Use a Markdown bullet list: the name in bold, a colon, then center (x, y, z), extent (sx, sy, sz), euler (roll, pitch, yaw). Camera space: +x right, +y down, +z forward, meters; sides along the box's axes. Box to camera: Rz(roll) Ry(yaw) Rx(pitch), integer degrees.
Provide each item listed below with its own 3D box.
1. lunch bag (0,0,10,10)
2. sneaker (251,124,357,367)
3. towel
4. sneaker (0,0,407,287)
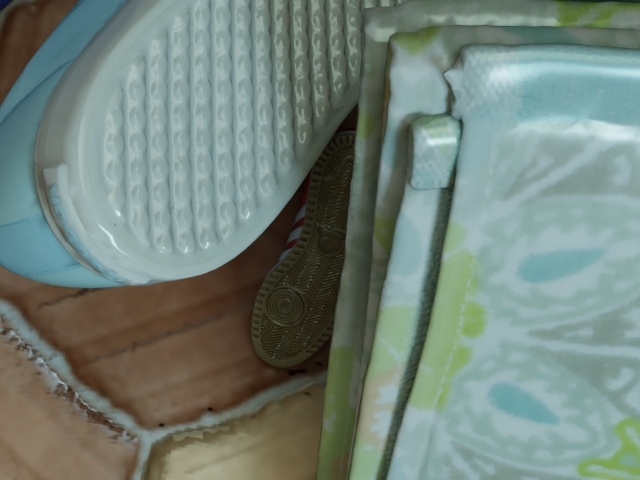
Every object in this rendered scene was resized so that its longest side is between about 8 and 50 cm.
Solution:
- **lunch bag**: center (-0.179, -0.180, 0.676), extent (0.138, 0.221, 0.293), euler (29, 74, 1)
- **sneaker**: center (0.000, 0.000, 0.752), extent (0.042, 0.067, 0.118), euler (21, 104, -4)
- **towel**: center (0.186, 0.047, 0.639), extent (0.374, 0.320, 0.090), euler (3, 36, -6)
- **sneaker**: center (-0.034, -0.113, 0.729), extent (0.366, 0.150, 0.135), euler (-44, 115, -38)
